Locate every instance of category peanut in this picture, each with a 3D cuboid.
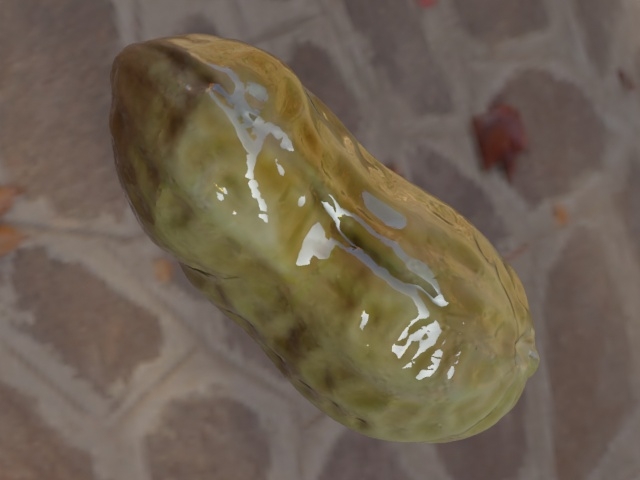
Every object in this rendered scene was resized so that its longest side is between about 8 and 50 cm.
[{"bbox_3d":[0.000,0.000,1.062,0.305,0.147,0.147,43,53,-21],"label":"peanut"}]
